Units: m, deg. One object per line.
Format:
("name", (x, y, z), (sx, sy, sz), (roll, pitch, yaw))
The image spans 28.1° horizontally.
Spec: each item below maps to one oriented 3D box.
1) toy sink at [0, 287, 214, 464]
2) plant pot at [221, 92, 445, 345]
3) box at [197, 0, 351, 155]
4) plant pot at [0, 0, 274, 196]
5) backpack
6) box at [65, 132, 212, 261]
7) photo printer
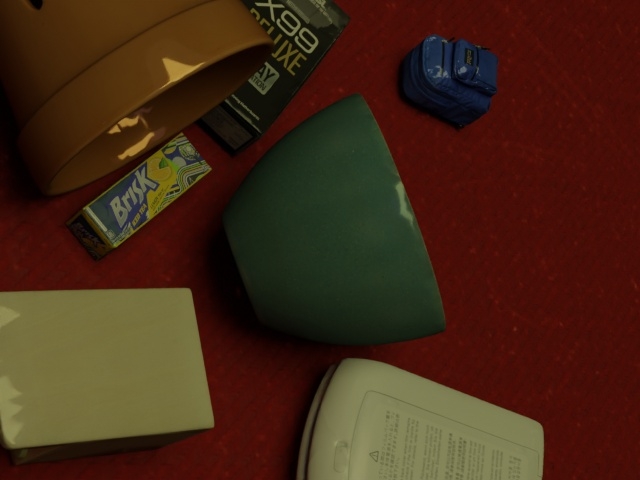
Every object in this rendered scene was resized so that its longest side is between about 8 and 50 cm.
("toy sink", (-0.248, 0.139, 1.296), (0.234, 0.131, 0.152), (-1, 72, -39))
("plant pot", (0.000, 0.000, 1.458), (0.195, 0.290, 0.290), (-20, 82, -1))
("box", (-0.140, -0.292, 1.570), (0.307, 0.076, 0.242), (43, 55, -12))
("plant pot", (-0.224, -0.208, 1.348), (0.291, 0.291, 0.203), (-34, 89, -38))
("backpack", (0.177, -0.230, 1.747), (0.120, 0.101, 0.098), (19, 56, -23))
("box", (-0.204, -0.051, 1.447), (0.059, 0.054, 0.169), (51, 53, -6))
("photo printer", (0.112, 0.288, 1.494), (0.308, 0.107, 0.256), (22, 61, -25))
